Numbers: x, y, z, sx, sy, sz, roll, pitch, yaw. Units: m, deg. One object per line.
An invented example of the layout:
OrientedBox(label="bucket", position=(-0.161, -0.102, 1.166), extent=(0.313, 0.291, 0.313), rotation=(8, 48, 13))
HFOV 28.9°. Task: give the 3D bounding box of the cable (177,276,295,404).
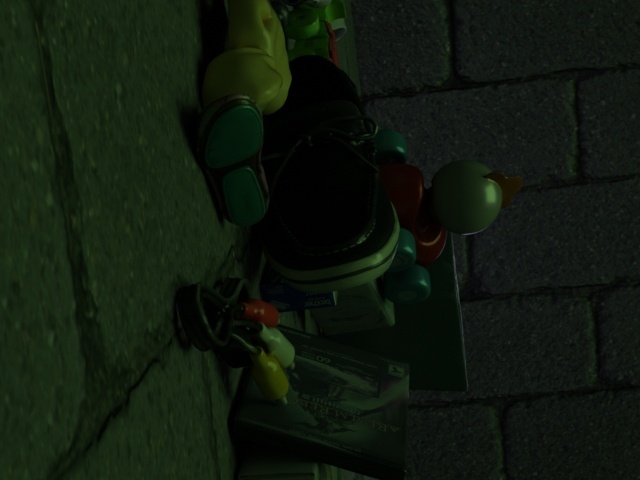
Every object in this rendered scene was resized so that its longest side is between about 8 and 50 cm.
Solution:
OrientedBox(label="cable", position=(-0.082, 0.077, 1.288), extent=(0.287, 0.072, 0.140), rotation=(66, 13, -68))

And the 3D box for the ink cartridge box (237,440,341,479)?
OrientedBox(label="ink cartridge box", position=(-0.031, 0.288, 1.448), extent=(0.212, 0.093, 0.154), rotation=(-71, 155, -70))

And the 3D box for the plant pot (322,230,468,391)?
OrientedBox(label="plant pot", position=(0.126, 0.118, 2.252), extent=(0.247, 0.252, 0.248), rotation=(-89, 170, -50))

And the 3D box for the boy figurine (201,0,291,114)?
OrientedBox(label="boy figurine", position=(-0.082, -0.221, 1.476), extent=(0.285, 0.092, 0.177), rotation=(-86, 169, -52))

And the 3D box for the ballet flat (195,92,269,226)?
OrientedBox(label="ballet flat", position=(-0.099, -0.102, 1.355), extent=(0.221, 0.076, 0.079), rotation=(82, -13, -57))

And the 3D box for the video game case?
OrientedBox(label="video game case", position=(0.008, 0.184, 1.467), extent=(0.274, 0.196, 0.026), rotation=(-77, -176, -71))

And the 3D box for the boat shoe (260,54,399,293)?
OrientedBox(label="boat shoe", position=(-0.004, -0.101, 1.692), extent=(0.500, 0.186, 0.156), rotation=(-95, 170, -56))

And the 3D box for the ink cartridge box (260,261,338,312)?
OrientedBox(label="ink cartridge box", position=(-0.022, 0.035, 1.723), extent=(0.207, 0.097, 0.046), rotation=(-78, 160, -68))

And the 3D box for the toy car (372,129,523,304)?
OrientedBox(label="toy car", position=(0.195, -0.048, 1.898), extent=(0.210, 0.237, 0.219), rotation=(62, 22, -55))

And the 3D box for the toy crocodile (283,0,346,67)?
OrientedBox(label="toy crocodile", position=(-0.010, -0.296, 2.090), extent=(0.341, 0.105, 0.115), rotation=(-87, 169, -49))

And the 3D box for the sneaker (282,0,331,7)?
OrientedBox(label="sneaker", position=(-0.037, -0.413, 2.025), extent=(0.237, 0.085, 0.086), rotation=(17, 75, -72))

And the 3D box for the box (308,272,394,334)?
OrientedBox(label="box", position=(0.030, -0.018, 1.974), extent=(0.231, 0.126, 0.262), rotation=(56, 27, -57))

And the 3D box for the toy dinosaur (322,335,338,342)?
OrientedBox(label="toy dinosaur", position=(0.006, 0.206, 1.996), extent=(0.183, 0.053, 0.093), rotation=(-1, -73, 65))

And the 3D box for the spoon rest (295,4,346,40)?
OrientedBox(label="spoon rest", position=(0.002, -0.453, 2.435), extent=(0.276, 0.084, 0.137), rotation=(57, 28, -77))
